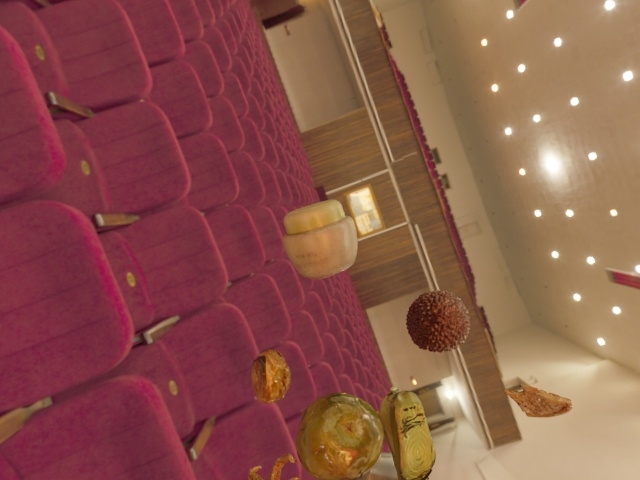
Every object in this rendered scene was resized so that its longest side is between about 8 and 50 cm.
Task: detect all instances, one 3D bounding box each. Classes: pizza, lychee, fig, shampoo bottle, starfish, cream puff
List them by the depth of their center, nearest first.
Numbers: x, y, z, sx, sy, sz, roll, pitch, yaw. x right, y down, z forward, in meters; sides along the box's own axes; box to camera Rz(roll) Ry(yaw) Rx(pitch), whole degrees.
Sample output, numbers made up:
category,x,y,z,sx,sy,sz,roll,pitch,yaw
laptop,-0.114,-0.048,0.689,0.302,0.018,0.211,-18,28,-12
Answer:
category,x,y,z,sx,sy,sz,roll,pitch,yaw
fig,0.034,0.571,1.144,0.233,0.233,0.314,-107,-146,-59
starfish,-0.162,0.779,1.209,0.060,0.299,0.302,34,57,-20
pizza,0.738,0.547,1.406,0.262,0.181,0.034,36,47,-26
cream puff,-0.176,0.490,1.509,0.189,0.129,0.189,-12,-104,58
lychee,0.452,0.297,1.583,0.271,0.271,0.271,-20,90,-88
shampoo bottle,0.000,0.000,1.798,0.322,0.322,0.317,-93,167,-84

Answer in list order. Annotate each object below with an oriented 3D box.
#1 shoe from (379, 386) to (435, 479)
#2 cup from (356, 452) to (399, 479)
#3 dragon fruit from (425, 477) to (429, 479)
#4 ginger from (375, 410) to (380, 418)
category,x,y,z,sx,sy,sz,roll,pitch,yaw
shoe,0.252,0.556,1.196,0.128,0.140,0.262,171,-91,-76
cup,0.171,0.730,1.292,0.129,0.095,0.128,21,47,-28
dragon fruit,0.327,0.813,1.145,0.282,0.211,0.147,-115,-160,-49
ginger,0.339,0.868,1.992,0.133,0.059,0.214,46,-33,-5
